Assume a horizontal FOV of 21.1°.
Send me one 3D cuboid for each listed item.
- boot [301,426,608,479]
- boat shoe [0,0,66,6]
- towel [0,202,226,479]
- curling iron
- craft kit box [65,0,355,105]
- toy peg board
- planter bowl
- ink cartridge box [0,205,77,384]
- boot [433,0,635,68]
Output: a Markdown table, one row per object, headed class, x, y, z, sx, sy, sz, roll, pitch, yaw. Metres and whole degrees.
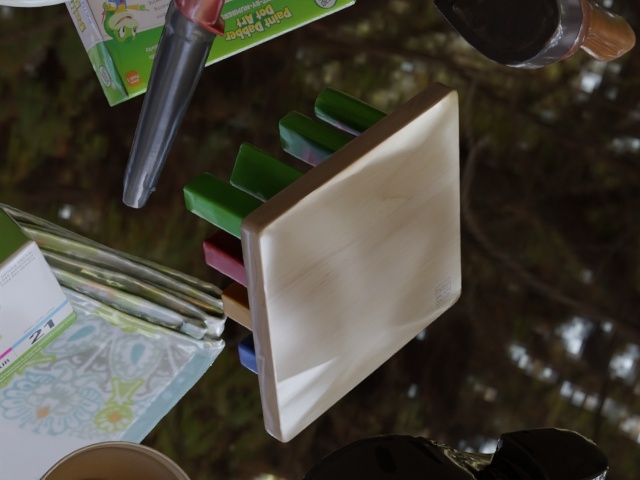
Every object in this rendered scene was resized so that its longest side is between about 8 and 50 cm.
| class | x | y | z | sx | sy | sz | roll | pitch | yaw |
| --- | --- | --- | --- | --- | --- | --- | --- | --- | --- |
| boot | 0.093 | 0.257 | 1.273 | 0.263 | 0.229 | 0.091 | -1 | -148 | -22 |
| boat shoe | -0.285 | -0.239 | 1.266 | 0.254 | 0.079 | 0.095 | 11 | -152 | -26 |
| towel | -0.315 | 0.136 | 1.776 | 0.320 | 0.374 | 0.090 | 23 | -147 | -32 |
| curling iron | -0.059 | -0.133 | 0.946 | 0.035 | 0.274 | 0.068 | 29 | -154 | 16 |
| craft kit box | -0.123 | -0.279 | 1.531 | 0.250 | 0.246 | 0.061 | -26 | -176 | -26 |
| toy peg board | 0.000 | 0.000 | 0.987 | 0.079 | 0.160 | 0.161 | 30 | -129 | 33 |
| planter bowl | -0.190 | 0.257 | 1.496 | 0.162 | 0.162 | 0.109 | 2 | 172 | -19 |
| ink cartridge box | -0.318 | 0.034 | 1.330 | 0.189 | 0.255 | 0.097 | -41 | -117 | -15 |
| boot | 0.104 | -0.227 | 1.136 | 0.264 | 0.096 | 0.280 | 46 | -160 | 8 |
